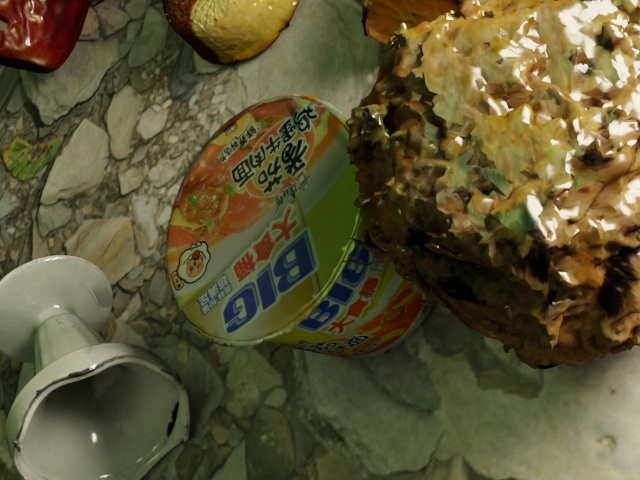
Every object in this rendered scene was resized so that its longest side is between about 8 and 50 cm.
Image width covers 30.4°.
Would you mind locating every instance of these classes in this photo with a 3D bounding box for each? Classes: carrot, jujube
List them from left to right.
[{"bbox_3d":[-0.336,-0.323,1.346,0.190,0.190,0.255,6,89,42],"label":"jujube"},{"bbox_3d":[0.084,-0.293,1.028,0.102,0.102,0.263,-17,61,35],"label":"carrot"}]

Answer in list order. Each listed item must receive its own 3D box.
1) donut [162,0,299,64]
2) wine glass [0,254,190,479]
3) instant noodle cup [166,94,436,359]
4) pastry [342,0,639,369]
[{"bbox_3d":[-0.090,-0.272,1.185,0.166,0.073,0.184,12,82,40],"label":"donut"},{"bbox_3d":[-0.222,0.117,1.086,0.165,0.165,0.196,-50,41,13],"label":"wine glass"},{"bbox_3d":[0.000,0.000,0.938,0.205,0.153,0.205,-17,64,37],"label":"instant noodle cup"},{"bbox_3d":[0.146,-0.048,0.758,0.275,0.193,0.274,1,94,16],"label":"pastry"}]
